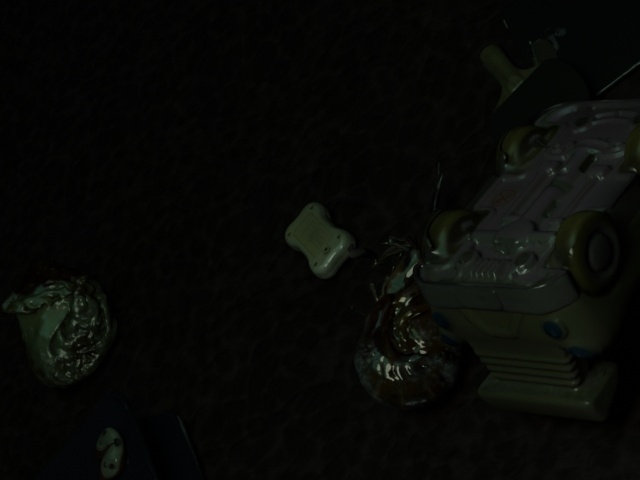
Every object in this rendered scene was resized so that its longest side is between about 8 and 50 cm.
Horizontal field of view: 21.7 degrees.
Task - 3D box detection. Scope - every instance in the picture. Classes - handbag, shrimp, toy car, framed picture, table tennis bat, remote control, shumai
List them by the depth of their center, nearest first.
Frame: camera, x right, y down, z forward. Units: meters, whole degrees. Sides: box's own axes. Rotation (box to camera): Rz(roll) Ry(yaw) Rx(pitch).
[{"bbox_3d":[0.290,0.010,1.853,0.242,0.226,0.336,1,39,46],"label":"toy car"},{"bbox_3d":[0.114,0.051,2.048,0.145,0.116,0.343,-1,58,18],"label":"shrimp"},{"bbox_3d":[0.386,-0.315,2.103,0.324,0.013,0.244,-38,42,21],"label":"framed picture"},{"bbox_3d":[0.258,-0.182,2.107,0.138,0.022,0.246,-45,36,11],"label":"table tennis bat"},{"bbox_3d":[-0.297,0.403,2.221,0.329,0.122,0.303,-45,41,15],"label":"handbag"},{"bbox_3d":[0.000,0.000,2.260,0.074,0.032,0.122,-50,40,7],"label":"remote control"},{"bbox_3d":[-0.401,0.122,2.498,0.184,0.142,0.184,-28,44,30],"label":"shumai"}]
